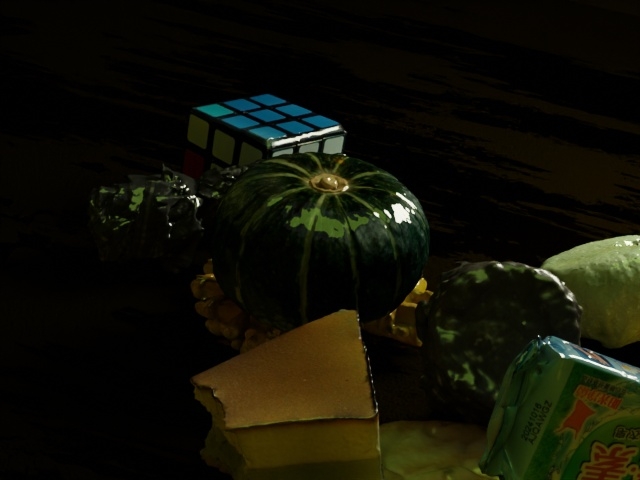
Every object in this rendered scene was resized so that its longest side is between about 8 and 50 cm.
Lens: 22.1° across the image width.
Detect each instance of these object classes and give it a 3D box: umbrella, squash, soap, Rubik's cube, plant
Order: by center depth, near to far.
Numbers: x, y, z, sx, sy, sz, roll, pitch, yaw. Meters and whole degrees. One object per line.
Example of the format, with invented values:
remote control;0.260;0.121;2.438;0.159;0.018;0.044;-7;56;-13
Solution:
soap;0.299;0.201;1.637;0.293;0.156;0.077;18;11;-18
plant;0.199;0.115;1.792;0.204;0.178;0.234;9;-7;8
squash;0.000;0.000;1.885;0.252;0.165;0.252;5;28;-3
umbrella;-0.128;-0.036;2.087;0.336;0.154;0.128;-8;66;-18
Rubik's cube;-0.082;-0.099;2.245;0.162;0.163;0.160;29;30;36

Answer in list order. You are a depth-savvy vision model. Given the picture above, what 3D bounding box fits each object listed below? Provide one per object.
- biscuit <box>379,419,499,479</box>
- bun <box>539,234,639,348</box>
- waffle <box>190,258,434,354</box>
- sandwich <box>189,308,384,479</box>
biscuit;0.142;0.244;1.697;0.260;0.041;0.203;-4;22;-31
bun;0.372;0.067;2.073;0.204;0.126;0.212;-9;8;28
waffle;-0.015;0.076;1.994;0.293;0.069;0.260;-4;24;-21
sandwich;-0.036;0.167;1.673;0.186;0.108;0.220;-5;27;-1
